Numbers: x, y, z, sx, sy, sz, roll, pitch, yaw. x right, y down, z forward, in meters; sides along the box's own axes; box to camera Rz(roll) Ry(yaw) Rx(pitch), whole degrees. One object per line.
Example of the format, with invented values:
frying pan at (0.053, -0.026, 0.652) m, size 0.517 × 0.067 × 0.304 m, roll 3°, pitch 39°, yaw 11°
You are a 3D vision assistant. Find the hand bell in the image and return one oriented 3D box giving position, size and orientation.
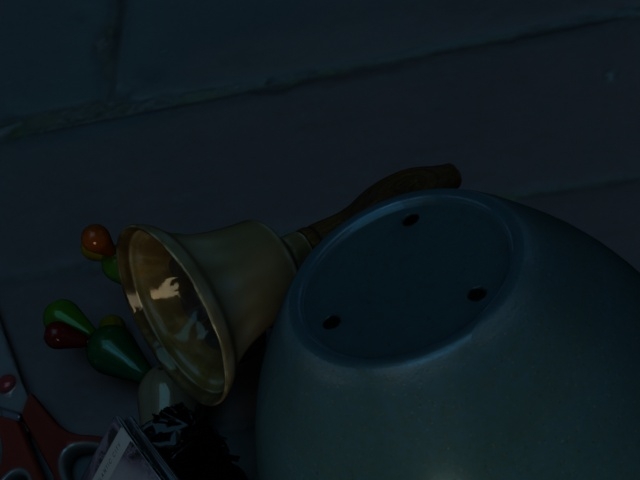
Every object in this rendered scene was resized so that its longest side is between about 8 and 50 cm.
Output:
hand bell at (0.000, 0.000, 0.870) m, size 0.242 × 0.126 × 0.126 m, roll -27°, pitch 47°, yaw -27°

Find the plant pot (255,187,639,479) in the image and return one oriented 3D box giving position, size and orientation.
plant pot at (0.080, 0.085, 0.744) m, size 0.290 × 0.195 × 0.290 m, roll -16°, pitch 39°, yaw 14°

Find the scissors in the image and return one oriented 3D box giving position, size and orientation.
scissors at (-0.240, 0.128, 0.986) m, size 0.109 × 0.021 × 0.297 m, roll -42°, pitch 53°, yaw -9°

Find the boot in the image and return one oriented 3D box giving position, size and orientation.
boot at (-0.103, 0.170, 0.853) m, size 0.121 × 0.099 × 0.045 m, roll -44°, pitch 51°, yaw -13°

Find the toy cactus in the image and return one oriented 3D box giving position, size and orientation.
toy cactus at (-0.104, 0.071, 0.936) m, size 0.219 × 0.112 × 0.180 m, roll -4°, pitch 64°, yaw 6°

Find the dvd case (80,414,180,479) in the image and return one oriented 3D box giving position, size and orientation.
dvd case at (-0.094, 0.238, 0.774) m, size 0.221 × 0.018 × 0.164 m, roll 47°, pitch 120°, yaw 31°
